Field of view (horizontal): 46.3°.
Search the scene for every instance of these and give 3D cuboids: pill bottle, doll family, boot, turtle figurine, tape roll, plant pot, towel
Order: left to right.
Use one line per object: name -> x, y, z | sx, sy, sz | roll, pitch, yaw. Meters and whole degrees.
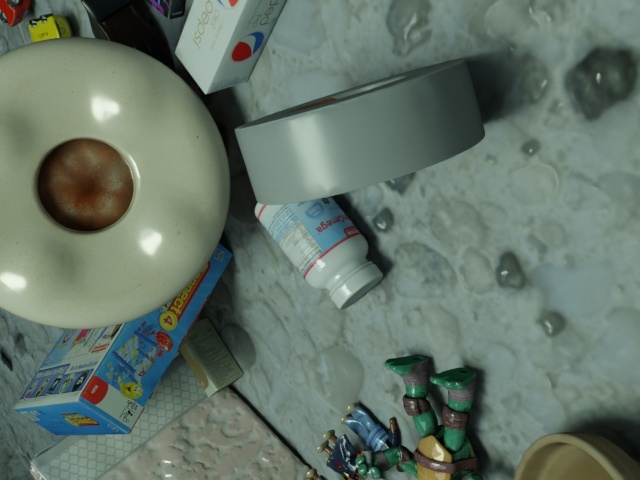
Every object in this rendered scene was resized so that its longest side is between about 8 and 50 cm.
boot -> -0.272, -0.280, 1.067 | 0.219, 0.082, 0.106 | 66, 170, -22
towel -> -0.236, 0.361, 1.165 | 0.317, 0.331, 0.053 | 41, 150, 26
pill bottle -> 0.000, 0.000, 0.888 | 0.160, 0.087, 0.087 | 51, 140, 14
tape roll -> 0.035, -0.101, 0.685 | 0.219, 0.219, 0.072 | -2, 110, 49
doll family -> 0.053, 0.313, 1.020 | 0.111, 0.076, 0.193 | 41, 134, 32
turtle figurine -> 0.130, 0.259, 0.869 | 0.175, 0.118, 0.234 | 2, 98, 32
plant pot -> 0.280, 0.295, 0.692 | 0.237, 0.109, 0.238 | 179, 90, -74

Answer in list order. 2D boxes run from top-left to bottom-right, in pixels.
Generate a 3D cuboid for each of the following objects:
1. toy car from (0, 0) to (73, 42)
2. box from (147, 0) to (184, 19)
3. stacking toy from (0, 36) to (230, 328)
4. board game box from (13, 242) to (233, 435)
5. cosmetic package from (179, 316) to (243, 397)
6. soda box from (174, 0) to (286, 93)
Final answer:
toy car -> -0.485, -0.322, 1.274 | 0.239, 0.053, 0.225 | 40, 136, 27
box -> -0.230, -0.380, 0.975 | 0.162, 0.029, 0.116 | 44, 138, 24
stacking toy -> -0.340, -0.085, 1.085 | 0.480, 0.350, 0.351 | -162, 53, -71
board game box -> -0.305, 0.141, 1.139 | 0.086, 0.302, 0.308 | 41, 148, -22
cosmetic package -> -0.185, 0.191, 1.226 | 0.115, 0.060, 0.041 | 57, 141, 10
soda box -> -0.094, -0.271, 0.854 | 0.074, 0.069, 0.216 | 52, 140, 13
